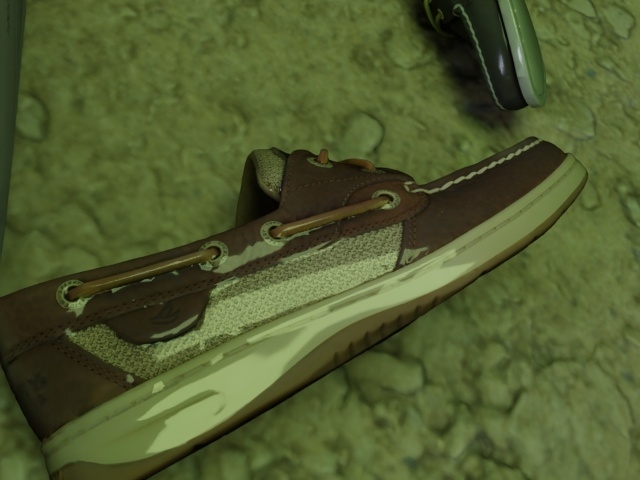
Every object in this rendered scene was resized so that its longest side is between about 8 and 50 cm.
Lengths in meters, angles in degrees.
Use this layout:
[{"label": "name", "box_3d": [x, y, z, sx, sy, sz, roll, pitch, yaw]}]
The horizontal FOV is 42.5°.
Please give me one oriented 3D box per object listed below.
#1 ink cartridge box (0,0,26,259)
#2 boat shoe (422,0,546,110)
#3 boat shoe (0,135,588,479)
[{"label": "ink cartridge box", "box_3d": [-0.177, -0.176, 0.304, 0.130, 0.309, 0.271, 3, 49, -18]}, {"label": "boat shoe", "box_3d": [0.107, -0.191, 0.605, 0.081, 0.069, 0.227, 23, 52, -61]}, {"label": "boat shoe", "box_3d": [0.000, 0.000, 0.432, 0.342, 0.123, 0.123, -27, 80, -26]}]
